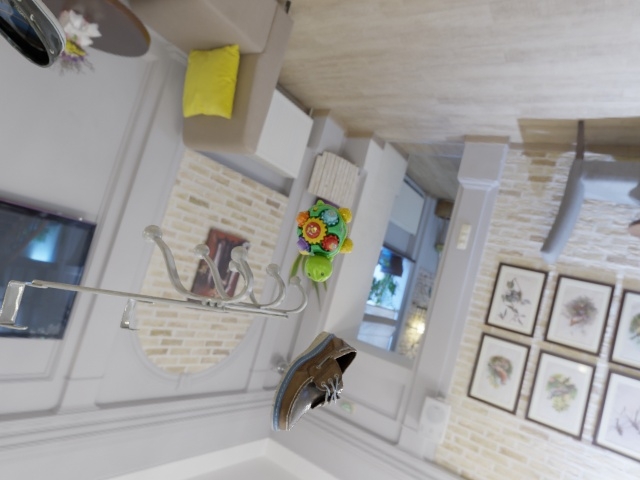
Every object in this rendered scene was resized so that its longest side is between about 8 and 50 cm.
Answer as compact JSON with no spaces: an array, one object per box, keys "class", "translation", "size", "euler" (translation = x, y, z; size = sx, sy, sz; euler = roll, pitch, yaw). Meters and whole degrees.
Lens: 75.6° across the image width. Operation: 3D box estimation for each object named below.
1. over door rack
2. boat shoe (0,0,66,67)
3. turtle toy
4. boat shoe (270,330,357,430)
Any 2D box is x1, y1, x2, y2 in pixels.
[{"class":"over door rack","translation":[-0.205,0.062,0.571],"size":[0.325,0.108,0.239],"euler":[-7,165,13]},{"class":"boat shoe","translation":[-0.267,-0.205,0.331],"size":[0.049,0.040,0.142],"euler":[-16,149,12]},{"class":"turtle toy","translation":[0.000,0.000,0.654],"size":[0.095,0.130,0.066],"euler":[-4,178,23]},{"class":"boat shoe","translation":[-0.002,0.186,0.556],"size":[0.066,0.066,0.183],"euler":[12,-152,22]}]
